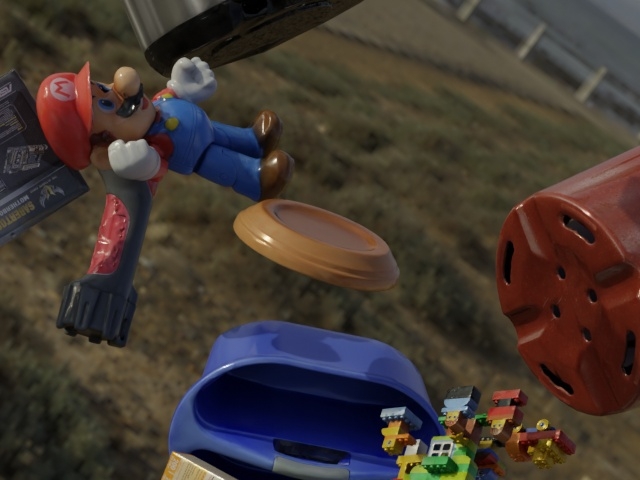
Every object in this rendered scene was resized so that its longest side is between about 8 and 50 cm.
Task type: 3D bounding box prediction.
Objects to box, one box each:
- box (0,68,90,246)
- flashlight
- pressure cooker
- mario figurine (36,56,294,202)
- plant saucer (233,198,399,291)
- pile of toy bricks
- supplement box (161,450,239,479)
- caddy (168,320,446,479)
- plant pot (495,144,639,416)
[{"bbox_3d":[-0.434,-0.080,2.000,0.183,0.231,0.056,58,-11,-12],"label":"box"},{"bbox_3d":[-0.280,-0.020,2.114,0.103,0.304,0.103,6,-18,26],"label":"flashlight"},{"bbox_3d":[-0.141,-0.480,2.235,0.420,0.375,0.370,67,15,-1],"label":"pressure cooker"},{"bbox_3d":[-0.182,-0.147,1.916,0.320,0.170,0.198,11,2,-26],"label":"mario figurine"},{"bbox_3d":[0.000,0.000,1.817,0.200,0.037,0.200,18,15,-5],"label":"plant saucer"},{"bbox_3d":[0.135,0.222,1.580,0.118,0.212,0.105,44,51,-34],"label":"pile of toy bricks"},{"bbox_3d":[-0.121,0.266,1.646,0.098,0.062,0.036,22,-1,34],"label":"supplement box"},{"bbox_3d":[-0.014,0.243,1.943,0.341,0.241,0.179,11,21,-6],"label":"caddy"},{"bbox_3d":[0.317,0.021,1.418,0.265,0.272,0.272,-18,45,-28],"label":"plant pot"}]
